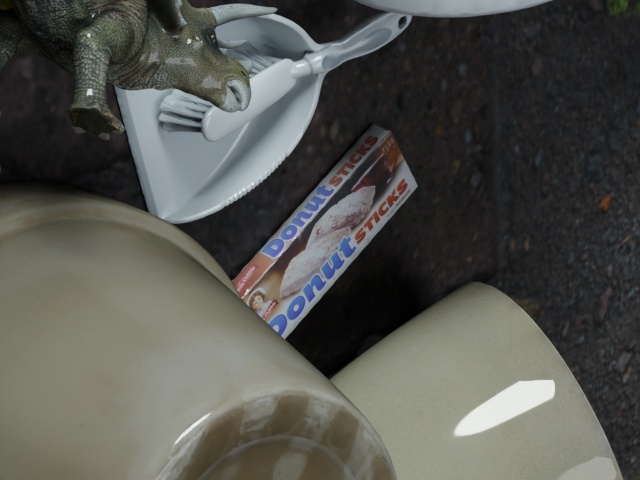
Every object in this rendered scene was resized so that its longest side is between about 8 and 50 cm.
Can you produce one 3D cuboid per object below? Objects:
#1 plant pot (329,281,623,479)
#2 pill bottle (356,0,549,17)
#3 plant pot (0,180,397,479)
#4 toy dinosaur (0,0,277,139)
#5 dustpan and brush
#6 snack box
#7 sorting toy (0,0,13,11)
[{"bbox_3d":[0.045,0.200,1.407,0.274,0.256,0.256,-24,127,-16],"label":"plant pot"},{"bbox_3d":[0.079,-0.353,1.153,0.229,0.229,0.408,-28,127,-35],"label":"pill bottle"},{"bbox_3d":[-0.113,0.145,1.113,0.323,0.280,0.323,-9,105,-35],"label":"plant pot"},{"bbox_3d":[-0.141,-0.161,1.053,0.313,0.121,0.160,64,34,-46],"label":"toy dinosaur"},{"bbox_3d":[-0.030,-0.110,1.286,0.211,0.060,0.147,-36,132,-30],"label":"dustpan and brush"},{"bbox_3d":[0.000,0.000,1.402,0.178,0.022,0.064,-49,138,-19],"label":"snack box"},{"bbox_3d":[-0.259,-0.103,1.069,0.307,0.041,0.229,-40,131,-29],"label":"sorting toy"}]
